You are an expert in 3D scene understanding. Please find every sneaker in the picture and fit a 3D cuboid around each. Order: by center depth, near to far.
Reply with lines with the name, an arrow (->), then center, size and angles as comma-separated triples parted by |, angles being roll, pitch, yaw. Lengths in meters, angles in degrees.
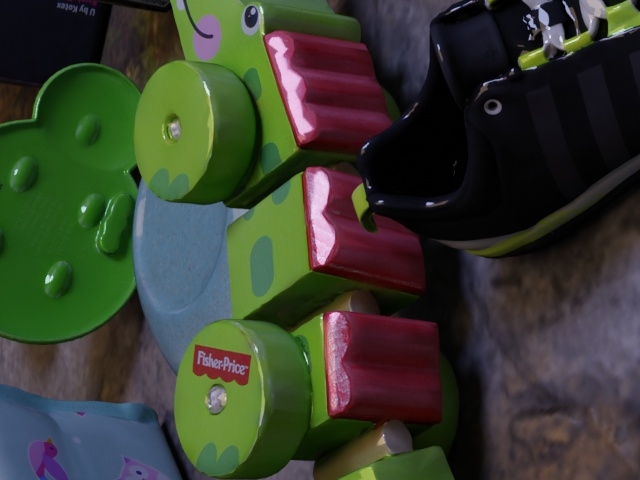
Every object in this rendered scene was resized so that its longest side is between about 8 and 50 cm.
sneaker -> 0.091, -0.065, 0.668 | 0.235, 0.097, 0.084 | -51, 44, 40

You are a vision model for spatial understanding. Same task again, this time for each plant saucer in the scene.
plant saucer -> -0.059, -0.010, 0.955 | 0.195, 0.037, 0.195 | -19, 67, 56

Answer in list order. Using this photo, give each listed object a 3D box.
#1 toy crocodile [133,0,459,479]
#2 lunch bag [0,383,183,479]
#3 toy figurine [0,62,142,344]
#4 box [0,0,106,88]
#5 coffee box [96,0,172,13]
toy crocodile -> 0.000, 0.000, 0.788 | 0.105, 0.115, 0.341 | -36, 56, 42
lunch bag -> -0.164, 0.244, 0.958 | 0.262, 0.160, 0.223 | -57, 41, 26
toy figurine -> -0.181, -0.013, 1.099 | 0.159, 0.130, 0.173 | -21, 44, 65
box -> -0.213, -0.245, 1.146 | 0.165, 0.143, 0.270 | 26, 107, 57
coffee box -> -0.072, -0.243, 0.962 | 0.246, 0.098, 0.141 | -32, 57, 51
